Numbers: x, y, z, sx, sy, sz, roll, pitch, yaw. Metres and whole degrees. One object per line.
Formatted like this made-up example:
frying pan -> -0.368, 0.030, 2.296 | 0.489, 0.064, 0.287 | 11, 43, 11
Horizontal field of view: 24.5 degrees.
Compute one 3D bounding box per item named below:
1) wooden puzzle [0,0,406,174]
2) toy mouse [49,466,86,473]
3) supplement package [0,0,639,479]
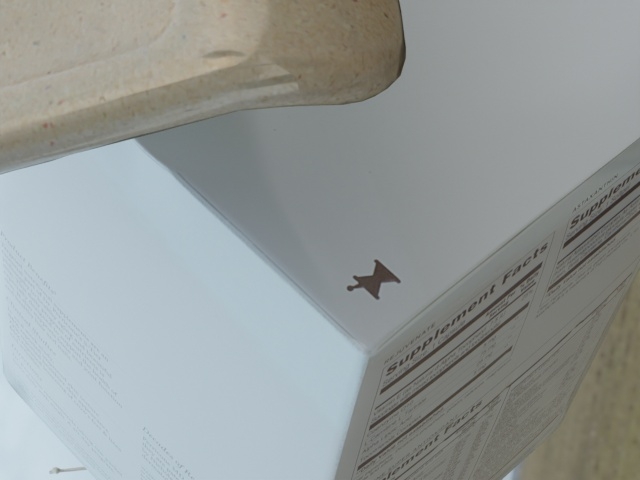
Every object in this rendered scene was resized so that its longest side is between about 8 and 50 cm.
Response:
wooden puzzle -> -0.166, -0.120, 0.424 | 0.080, 0.348, 0.322 | 71, -171, -58
toy mouse -> -0.047, 0.116, 0.836 | 0.143, 0.161, 0.031 | 9, -122, -49
supplement package -> 0.000, 0.000, 0.603 | 0.198, 0.199, 0.262 | -35, -24, -29
